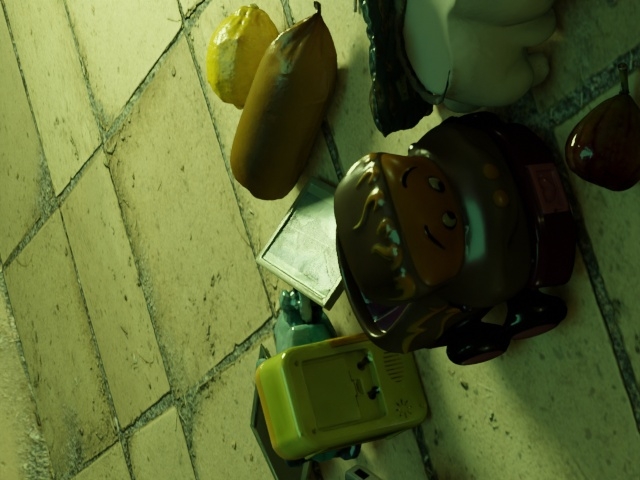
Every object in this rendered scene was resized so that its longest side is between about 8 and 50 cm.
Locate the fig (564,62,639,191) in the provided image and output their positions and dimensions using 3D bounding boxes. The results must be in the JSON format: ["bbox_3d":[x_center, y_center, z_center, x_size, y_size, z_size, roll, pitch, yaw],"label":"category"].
[{"bbox_3d":[0.302,-0.116,1.670,0.089,0.089,0.125,21,91,58],"label":"fig"}]

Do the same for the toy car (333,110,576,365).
[{"bbox_3d":[0.117,0.006,1.866,0.341,0.240,0.271,-41,62,55],"label":"toy car"}]

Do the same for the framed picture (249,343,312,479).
[{"bbox_3d":[-0.058,0.298,2.485,0.252,0.014,0.197,100,148,-54],"label":"framed picture"}]

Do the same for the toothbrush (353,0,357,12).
[{"bbox_3d":[0.045,-0.345,2.129,0.006,0.008,0.097,32,127,56],"label":"toothbrush"}]

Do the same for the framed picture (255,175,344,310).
[{"bbox_3d":[0.000,0.000,2.226,0.150,0.015,0.203,-56,35,-2],"label":"framed picture"}]

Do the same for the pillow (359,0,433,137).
[{"bbox_3d":[0.092,-0.223,1.895,0.255,0.034,0.188,-33,-63,-71],"label":"pillow"}]

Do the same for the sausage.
[{"bbox_3d":[-0.046,-0.189,2.252,0.112,0.112,0.328,61,146,32],"label":"sausage"}]

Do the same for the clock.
[{"bbox_3d":[0.027,0.200,2.136,0.096,0.202,0.143,-37,66,56],"label":"clock"}]

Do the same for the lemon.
[{"bbox_3d":[-0.107,-0.261,2.330,0.114,0.114,0.155,34,124,53],"label":"lemon"}]

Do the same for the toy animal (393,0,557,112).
[{"bbox_3d":[0.183,-0.265,1.733,0.208,0.154,0.325,62,157,9],"label":"toy animal"}]

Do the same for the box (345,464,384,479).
[{"bbox_3d":[0.119,0.421,2.112,0.142,0.044,0.285,28,146,57],"label":"box"}]

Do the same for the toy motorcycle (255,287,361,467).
[{"bbox_3d":[-0.014,0.185,2.291,0.206,0.154,0.260,92,170,-70],"label":"toy motorcycle"}]
